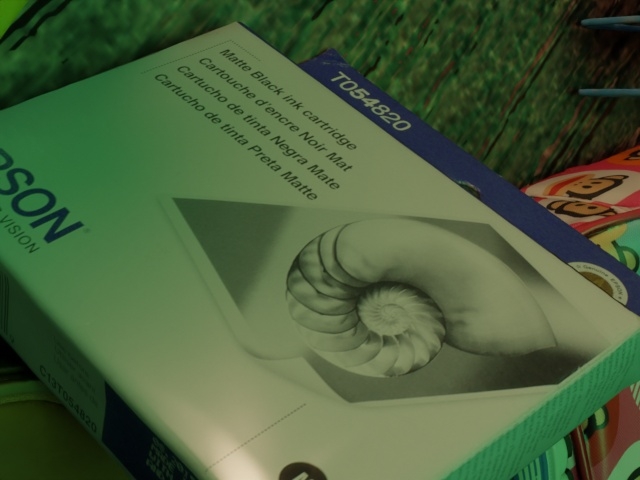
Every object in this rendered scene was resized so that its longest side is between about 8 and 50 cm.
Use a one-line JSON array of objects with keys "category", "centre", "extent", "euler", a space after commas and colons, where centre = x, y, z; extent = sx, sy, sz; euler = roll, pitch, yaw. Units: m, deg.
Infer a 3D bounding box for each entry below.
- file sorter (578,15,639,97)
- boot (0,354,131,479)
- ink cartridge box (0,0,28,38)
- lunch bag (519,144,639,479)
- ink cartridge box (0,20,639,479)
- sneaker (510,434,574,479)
[{"category": "file sorter", "centre": [0.213, -0.159, 0.669], "extent": [0.118, 0.104, 0.170], "euler": [-4, 97, -39]}, {"category": "boot", "centre": [-0.112, 0.112, 0.451], "extent": [0.197, 0.073, 0.152], "euler": [-8, 105, -37]}, {"category": "ink cartridge box", "centre": [-0.153, -0.114, 0.279], "extent": [0.307, 0.072, 0.304], "euler": [-62, 169, -19]}, {"category": "lunch bag", "centre": [0.204, 0.078, 0.669], "extent": [0.293, 0.120, 0.258], "euler": [-20, 103, -35]}, {"category": "ink cartridge box", "centre": [0.000, 0.000, 0.442], "extent": [0.224, 0.223, 0.045], "euler": [-28, 144, -36]}, {"category": "sneaker", "centre": [0.031, 0.140, 0.530], "extent": [0.147, 0.129, 0.330], "euler": [-23, 99, -25]}]
